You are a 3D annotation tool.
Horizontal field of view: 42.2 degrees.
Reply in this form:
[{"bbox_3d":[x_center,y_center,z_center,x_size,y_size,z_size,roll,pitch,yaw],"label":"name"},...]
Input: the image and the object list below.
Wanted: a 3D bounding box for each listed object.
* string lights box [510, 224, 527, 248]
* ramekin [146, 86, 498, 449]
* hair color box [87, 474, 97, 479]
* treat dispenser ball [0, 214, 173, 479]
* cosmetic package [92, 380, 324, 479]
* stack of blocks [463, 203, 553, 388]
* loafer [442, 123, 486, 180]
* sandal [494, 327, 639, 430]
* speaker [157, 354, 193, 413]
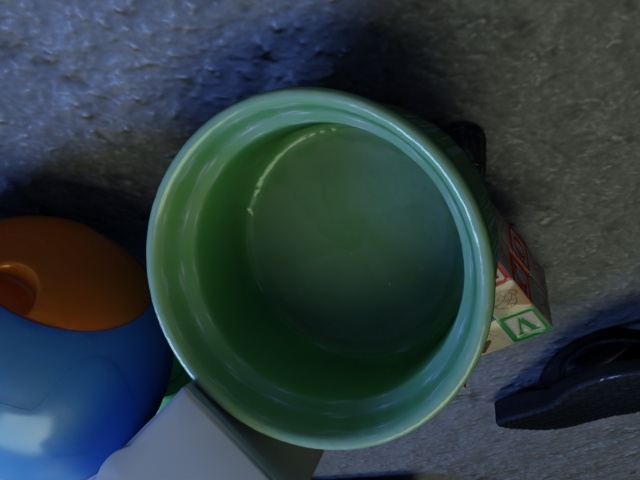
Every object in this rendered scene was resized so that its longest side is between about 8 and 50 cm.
[{"bbox_3d":[0.138,0.078,1.030,0.259,0.077,0.133,-17,141,21],"label":"string lights box"},{"bbox_3d":[0.013,0.015,0.738,0.303,0.304,0.148,-19,-175,24],"label":"ramekin"},{"bbox_3d":[-0.341,0.457,1.480,0.110,0.185,0.339,12,144,-21],"label":"hair color box"},{"bbox_3d":[-0.300,0.117,0.873,0.288,0.288,0.288,-1,147,-1],"label":"treat dispenser ball"},{"bbox_3d":[-0.111,0.240,0.894,0.197,0.155,0.365,-46,176,6],"label":"cosmetic package"},{"bbox_3d":[0.098,0.092,0.918,0.297,0.087,0.171,-27,126,28],"label":"stack of blocks"},{"bbox_3d":[0.105,-0.048,0.852,0.062,0.061,0.170,14,144,-25],"label":"loafer"},{"bbox_3d":[0.397,0.201,1.231,0.167,0.107,0.446,10,157,-19],"label":"sandal"},{"bbox_3d":[-0.184,0.239,1.210,0.131,0.131,0.297,-6,146,5],"label":"speaker"}]
